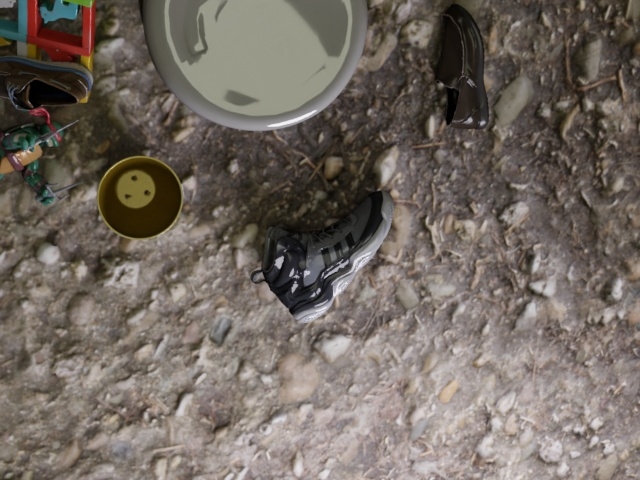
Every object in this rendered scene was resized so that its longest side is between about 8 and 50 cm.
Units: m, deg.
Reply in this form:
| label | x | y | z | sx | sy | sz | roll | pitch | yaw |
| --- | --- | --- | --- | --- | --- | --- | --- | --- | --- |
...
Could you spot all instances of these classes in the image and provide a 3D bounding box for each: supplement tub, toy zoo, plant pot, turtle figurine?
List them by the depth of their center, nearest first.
| label | x | y | z | sx | sy | sz | roll | pitch | yaw |
| --- | --- | --- | --- | --- | --- | --- | --- | --- | --- |
| supplement tub | -0.091 | -0.275 | 1.263 | 0.241 | 0.331 | 0.241 | -4 | 109 | -10 |
| toy zoo | -0.432 | -0.310 | 1.603 | 0.192 | 0.030 | 0.293 | 12 | 135 | -3 |
| turtle figurine | -0.469 | -0.120 | 1.674 | 0.234 | 0.118 | 0.175 | -29 | 148 | -5 |
| plant pot | -0.293 | -0.076 | 1.735 | 0.134 | 0.095 | 0.134 | -3 | 103 | -13 |

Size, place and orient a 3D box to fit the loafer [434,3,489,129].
| label | x | y | z | sx | sy | sz | roll | pitch | yaw |
| --- | --- | --- | --- | --- | --- | --- | --- | --- | --- |
| loafer | 0.232 | -0.288 | 1.832 | 0.078 | 0.080 | 0.220 | -15 | 106 | -11 |

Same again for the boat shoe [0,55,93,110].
| label | x | y | z | sx | sy | sz | roll | pitch | yaw |
| --- | --- | --- | --- | --- | --- | --- | --- | --- | --- |
| boat shoe | -0.435 | -0.232 | 1.610 | 0.183 | 0.066 | 0.066 | 0 | 135 | 9 |

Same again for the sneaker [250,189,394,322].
| label | x | y | z | sx | sy | sz | roll | pitch | yaw |
| --- | --- | --- | --- | --- | --- | --- | --- | --- | --- |
| sneaker | 0.000 | 0.000 | 1.824 | 0.153 | 0.101 | 0.268 | 36 | 94 | -21 |
